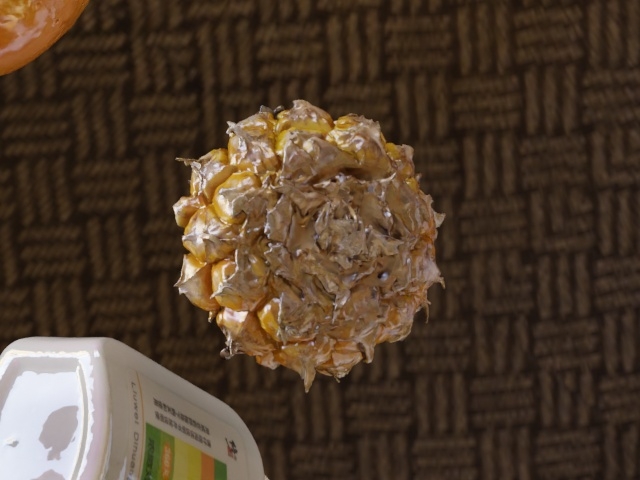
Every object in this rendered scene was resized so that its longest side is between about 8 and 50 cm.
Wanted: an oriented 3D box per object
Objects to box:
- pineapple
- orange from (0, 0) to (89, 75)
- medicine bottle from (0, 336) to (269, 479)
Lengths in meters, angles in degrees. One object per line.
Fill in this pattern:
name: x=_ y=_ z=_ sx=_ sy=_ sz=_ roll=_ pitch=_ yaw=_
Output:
pineapple: x=0.000 y=0.000 z=1.354 sx=0.224 sy=0.076 sz=0.225 roll=1 pitch=88 yaw=-19
orange: x=-0.278 y=-0.235 z=1.398 sx=0.246 sy=0.246 sz=0.246 roll=1 pitch=108 yaw=2
medicine bottle: x=-0.132 y=0.194 z=1.440 sx=0.124 sy=0.324 sz=0.179 roll=-2 pitch=69 yaw=23
